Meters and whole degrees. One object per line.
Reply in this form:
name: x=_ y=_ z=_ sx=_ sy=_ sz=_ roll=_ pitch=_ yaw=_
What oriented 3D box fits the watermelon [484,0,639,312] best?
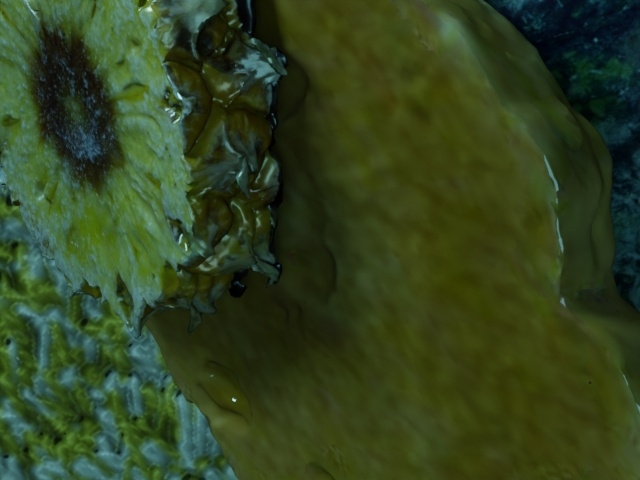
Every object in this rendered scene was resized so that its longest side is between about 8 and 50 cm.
watermelon: x=0.121 y=-0.088 z=0.572 sx=0.148 sy=0.226 sz=0.318 roll=-20 pitch=73 yaw=3

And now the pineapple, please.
pineapple: x=-0.093 y=-0.063 z=0.555 sx=0.047 sy=0.221 sz=0.221 roll=-20 pitch=112 yaw=-40

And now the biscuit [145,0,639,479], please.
biscuit: x=0.003 y=-0.001 z=0.550 sx=0.376 sy=0.051 sz=0.269 roll=50 pitch=136 yaw=19
